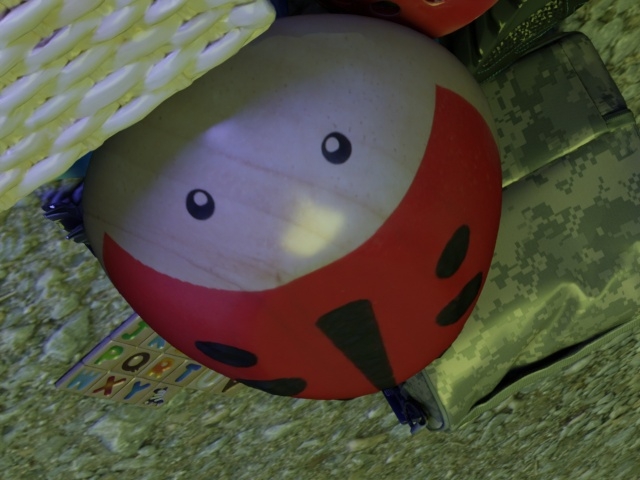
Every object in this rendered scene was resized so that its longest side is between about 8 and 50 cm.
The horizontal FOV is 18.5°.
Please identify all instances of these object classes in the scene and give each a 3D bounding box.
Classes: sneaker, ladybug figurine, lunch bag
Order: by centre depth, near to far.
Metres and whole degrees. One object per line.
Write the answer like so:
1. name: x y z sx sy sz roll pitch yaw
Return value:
1. ladybug figurine: 0.000 0.000 1.428 0.305 0.162 0.449 -25 155 7
2. sneaker: 0.170 -0.232 1.599 0.341 0.125 0.140 -35 175 10
3. lunch bag: 0.161 0.002 1.748 0.305 0.256 0.212 -28 168 -6

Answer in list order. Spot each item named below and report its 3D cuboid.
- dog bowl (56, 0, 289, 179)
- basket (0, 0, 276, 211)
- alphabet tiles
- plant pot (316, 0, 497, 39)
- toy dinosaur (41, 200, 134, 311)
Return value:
1. dog bowl: -0.146 -0.111 1.368 0.297 0.074 0.166 -7 151 -30
2. basket: -0.255 -0.190 1.100 0.331 0.266 0.328 -32 152 9
3. alphabet tiles: -0.120 0.104 1.952 0.198 0.009 0.237 -41 149 20
4. plant pot: 0.033 -0.251 1.343 0.191 0.191 0.174 -41 142 20
5. toy dinosaur: -0.087 -0.039 1.624 0.218 0.164 0.322 -48 128 2
